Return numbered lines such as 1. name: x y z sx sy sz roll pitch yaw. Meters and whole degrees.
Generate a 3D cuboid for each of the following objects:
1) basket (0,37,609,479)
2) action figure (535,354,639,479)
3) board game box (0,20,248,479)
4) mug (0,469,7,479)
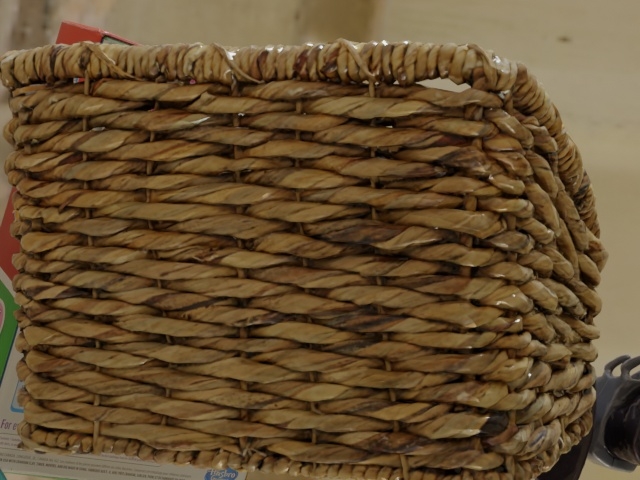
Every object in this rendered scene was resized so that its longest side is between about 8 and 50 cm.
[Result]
1. basket: 0.000 0.000 0.875 0.213 0.299 0.223 -14 104 -64
2. action figure: 0.127 0.113 1.078 0.285 0.185 0.099 -7 -108 66
3. board game box: -0.122 0.024 1.180 0.064 0.242 0.316 22 -85 51
4. mug: -0.176 0.102 0.592 0.129 0.158 0.097 58 -5 29
